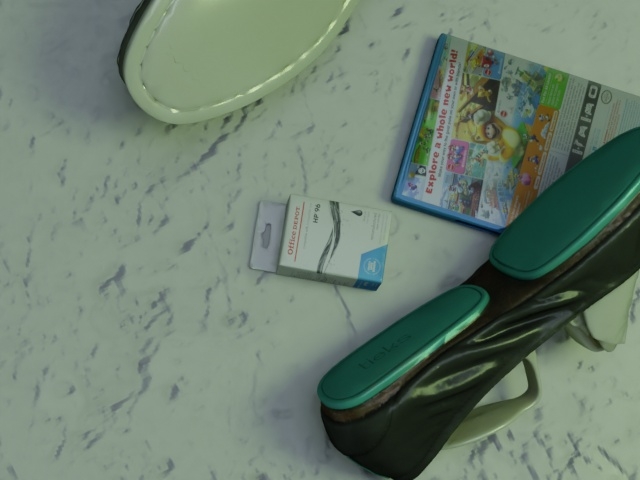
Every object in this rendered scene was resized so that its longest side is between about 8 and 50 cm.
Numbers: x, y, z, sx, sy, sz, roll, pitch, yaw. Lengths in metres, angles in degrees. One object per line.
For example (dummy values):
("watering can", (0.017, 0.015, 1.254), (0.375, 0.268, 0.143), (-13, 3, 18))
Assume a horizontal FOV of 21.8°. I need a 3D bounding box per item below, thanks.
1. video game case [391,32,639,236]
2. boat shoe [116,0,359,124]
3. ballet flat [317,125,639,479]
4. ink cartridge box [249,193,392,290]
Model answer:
("video game case", (0.141, -0.056, 1.087), (0.166, 0.015, 0.119), (18, 77, -3))
("boat shoe", (-0.021, -0.195, 1.060), (0.305, 0.091, 0.109), (-47, 123, -12))
("ballet flat", (0.124, 0.046, 1.026), (0.280, 0.095, 0.096), (-38, 114, -2))
("ink cartridge box", (0.000, 0.000, 1.050), (0.083, 0.028, 0.048), (9, 77, -4))
